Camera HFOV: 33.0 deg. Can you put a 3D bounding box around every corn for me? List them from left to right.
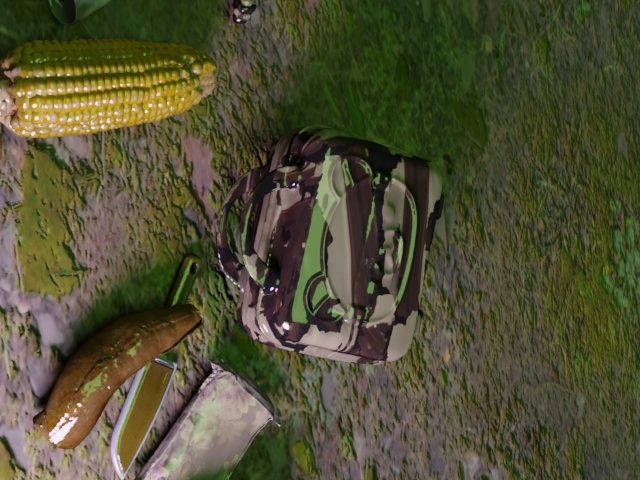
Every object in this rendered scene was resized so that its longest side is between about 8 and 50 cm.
[{"bbox_3d":[-0.293,-0.210,1.451,0.347,0.130,0.130,-13,101,-38],"label":"corn"}]

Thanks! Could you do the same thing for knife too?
[{"bbox_3d":[-0.235,0.183,1.585,0.061,0.027,0.343,31,74,-39],"label":"knife"}]

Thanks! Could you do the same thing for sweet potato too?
[{"bbox_3d":[-0.285,0.172,1.514,0.286,0.085,0.112,-42,132,-31],"label":"sweet potato"}]

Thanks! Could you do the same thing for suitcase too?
[{"bbox_3d":[0.000,0.000,1.658,0.339,0.194,0.351,15,83,-31],"label":"suitcase"}]

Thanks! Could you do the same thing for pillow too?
[{"bbox_3d":[-0.178,0.308,1.619,0.169,0.059,0.255,48,66,-31],"label":"pillow"}]

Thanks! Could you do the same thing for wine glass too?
[{"bbox_3d":[-0.292,-0.351,1.477,0.155,0.073,0.073,-29,110,-33],"label":"wine glass"}]

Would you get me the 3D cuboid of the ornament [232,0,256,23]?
[{"bbox_3d":[-0.082,-0.422,1.631,0.088,0.081,0.203,22,80,-37],"label":"ornament"}]
